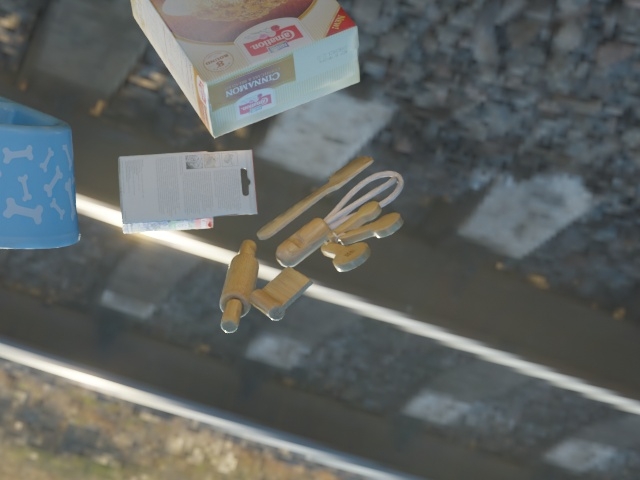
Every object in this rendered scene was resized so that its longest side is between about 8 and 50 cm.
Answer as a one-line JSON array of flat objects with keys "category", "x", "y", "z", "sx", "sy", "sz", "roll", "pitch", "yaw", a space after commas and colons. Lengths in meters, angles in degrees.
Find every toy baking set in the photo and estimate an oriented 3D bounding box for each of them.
[{"category": "toy baking set", "x": -0.006, "y": 0.003, "z": 1.501, "sx": 0.197, "sy": 0.256, "sz": 0.030, "roll": -25, "pitch": 112, "yaw": 12}]

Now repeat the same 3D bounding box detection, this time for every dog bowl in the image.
[{"category": "dog bowl", "x": -0.260, "y": -0.061, "z": 1.013, "sx": 0.166, "sy": 0.074, "sz": 0.297, "roll": 4, "pitch": -169, "yaw": -33}]

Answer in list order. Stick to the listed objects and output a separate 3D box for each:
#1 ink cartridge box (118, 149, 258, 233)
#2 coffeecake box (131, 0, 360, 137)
[{"category": "ink cartridge box", "x": -0.113, "y": -0.042, "z": 1.330, "sx": 0.115, "sy": 0.062, "sz": 0.029, "roll": -4, "pitch": 160, "yaw": -5}, {"category": "coffeecake box", "x": -0.070, "y": -0.193, "z": 1.369, "sx": 0.142, "sy": 0.185, "sz": 0.068, "roll": -23, "pitch": 141, "yaw": -15}]
